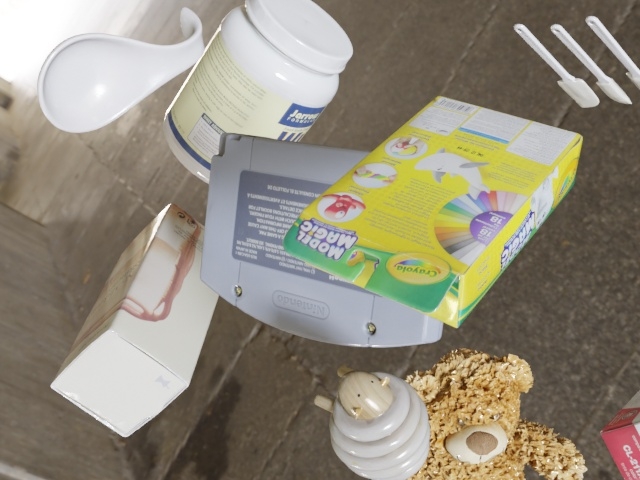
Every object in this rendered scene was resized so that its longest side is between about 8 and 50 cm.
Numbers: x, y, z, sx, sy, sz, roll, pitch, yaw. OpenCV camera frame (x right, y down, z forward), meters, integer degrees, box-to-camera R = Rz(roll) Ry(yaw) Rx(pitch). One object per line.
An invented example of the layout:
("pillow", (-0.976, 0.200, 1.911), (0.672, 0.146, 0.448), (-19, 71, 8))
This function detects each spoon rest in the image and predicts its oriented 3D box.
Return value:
("spoon rest", (-0.263, -0.243, 1.095), (0.084, 0.137, 0.276), (29, 50, 32))

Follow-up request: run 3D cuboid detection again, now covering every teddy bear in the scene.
("teddy bear", (0.190, 0.290, 0.986), (0.113, 0.245, 0.338), (-64, -11, -49))

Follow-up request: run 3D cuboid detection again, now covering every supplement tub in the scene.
("supplement tub", (-0.114, -0.270, 1.437), (0.325, 0.235, 0.235), (-49, 28, 32))

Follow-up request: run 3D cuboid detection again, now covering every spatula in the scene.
("spatula", (0.414, -0.268, 1.207), (0.168, 0.242, 0.019), (11, 74, 50))

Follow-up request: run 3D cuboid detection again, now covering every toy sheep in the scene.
("toy sheep", (0.048, 0.154, 0.653), (0.091, 0.132, 0.091), (-18, 39, 15))

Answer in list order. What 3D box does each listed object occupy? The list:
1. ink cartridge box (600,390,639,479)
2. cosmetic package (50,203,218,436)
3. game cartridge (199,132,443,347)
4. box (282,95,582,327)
("ink cartridge box", (0.400, 0.183, 0.817), (0.175, 0.127, 0.072), (-32, 80, 41))
("cosmetic package", (-0.239, 0.101, 1.117), (0.153, 0.129, 0.296), (-40, 22, 27))
("game cartridge", (0.000, 0.000, 0.818), (0.297, 0.062, 0.198), (13, 104, 36))
("box", (0.068, -0.019, 0.465), (0.105, 0.043, 0.179), (23, 44, 30))
